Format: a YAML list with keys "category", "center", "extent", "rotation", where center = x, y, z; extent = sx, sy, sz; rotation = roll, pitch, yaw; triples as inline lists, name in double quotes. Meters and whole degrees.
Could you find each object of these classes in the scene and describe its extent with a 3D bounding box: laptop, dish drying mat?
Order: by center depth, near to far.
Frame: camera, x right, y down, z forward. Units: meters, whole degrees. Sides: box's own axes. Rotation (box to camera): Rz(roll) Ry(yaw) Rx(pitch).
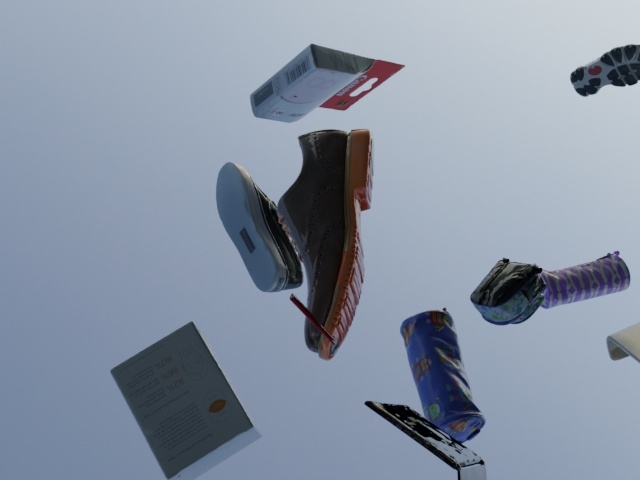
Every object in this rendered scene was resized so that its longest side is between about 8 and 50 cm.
- category: "dish drying mat"
  center: [-0.010, 0.103, 1.048]
  extent: [0.008, 0.032, 0.083]
  rotation: [-43, -85, 1]
- category: "laptop"
  center: [0.176, 0.383, 1.261]
  extent: [0.264, 0.136, 0.234]
  rotation: [32, 180, 24]

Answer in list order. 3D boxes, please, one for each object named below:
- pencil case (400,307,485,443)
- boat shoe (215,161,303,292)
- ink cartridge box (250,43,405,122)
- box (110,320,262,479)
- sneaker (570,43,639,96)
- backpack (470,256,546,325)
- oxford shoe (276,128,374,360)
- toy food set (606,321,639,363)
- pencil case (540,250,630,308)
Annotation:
- category: "pencil case"
  center: [0.265, 0.293, 1.730]
  extent: [0.133, 0.119, 0.306]
  rotation: [19, -140, -29]
- category: "boat shoe"
  center: [-0.121, -0.032, 1.669]
  extent: [0.105, 0.113, 0.306]
  rotation: [-1, -128, -45]
- category: "ink cartridge box"
  center: [0.019, -0.271, 1.449]
  extent: [0.232, 0.189, 0.066]
  rotation: [7, -114, -39]
- category: "box"
  center: [-0.179, 0.220, 1.075]
  extent: [0.130, 0.091, 0.170]
  rotation: [-31, -110, -8]
- category: "sneaker"
  center: [0.484, -0.291, 1.307]
  extent: [0.071, 0.170, 0.068]
  rotation: [-40, -74, -22]
- category: "backpack"
  center: [0.332, 0.100, 1.411]
  extent: [0.114, 0.105, 0.084]
  rotation: [-41, -66, -19]
- category: "oxford shoe"
  center: [0.000, 0.000, 1.184]
  extent: [0.133, 0.130, 0.363]
  rotation: [4, -116, 8]
- category: "toy food set"
  center: [0.555, 0.162, 1.092]
  extent: [0.306, 0.220, 0.092]
  rotation: [-107, -7, -77]
- category: "pencil case"
  center: [0.547, 0.083, 1.677]
  extent: [0.206, 0.086, 0.088]
  rotation: [-13, -85, -12]
